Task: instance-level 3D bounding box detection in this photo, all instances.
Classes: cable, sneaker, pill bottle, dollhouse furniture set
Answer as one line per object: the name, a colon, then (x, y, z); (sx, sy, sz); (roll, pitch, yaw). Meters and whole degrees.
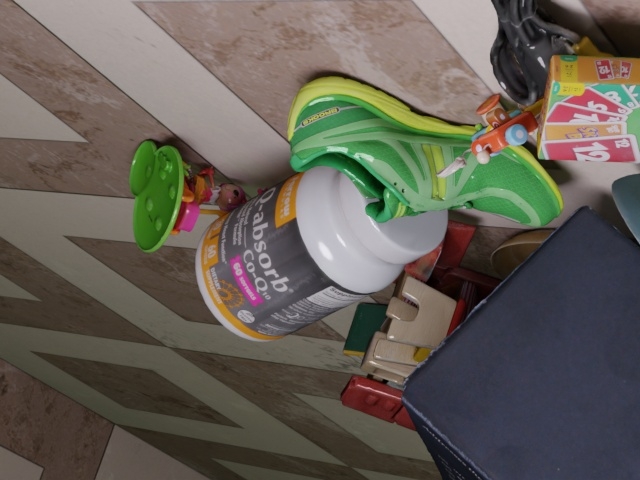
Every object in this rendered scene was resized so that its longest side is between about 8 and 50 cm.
cable: (0.182, -0.192, 1.452); (0.139, 0.072, 0.287); (25, 159, 43)
sneaker: (0.101, -0.065, 1.749); (0.295, 0.123, 0.109); (19, 162, -5)
pill bottle: (0.000, 0.000, 1.908); (0.162, 0.162, 0.278); (29, 142, -30)
dollhouse furniture set: (0.146, 0.095, 2.057); (0.152, 0.201, 0.374); (19, 161, -2)

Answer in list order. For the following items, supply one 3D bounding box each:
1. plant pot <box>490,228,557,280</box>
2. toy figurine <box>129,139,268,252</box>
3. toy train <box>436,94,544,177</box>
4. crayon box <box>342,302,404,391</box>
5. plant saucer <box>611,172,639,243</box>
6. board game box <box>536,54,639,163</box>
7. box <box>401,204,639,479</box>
plant pot: (0.315, 0.040, 1.998); (0.236, 0.032, 0.236); (17, 161, 6)
toy figurine: (-0.135, -0.046, 2.078); (0.159, 0.130, 0.173); (13, -155, -29)
toy train: (0.165, -0.109, 1.604); (0.046, 0.125, 0.166); (61, 159, -3)
crayon box: (0.221, 0.174, 2.403); (0.323, 0.083, 0.203); (5, 158, 37)
plant saucer: (0.404, 0.043, 1.626); (0.317, 0.044, 0.317); (37, -159, -17)
board game box: (0.318, -0.106, 1.441); (0.259, 0.039, 0.124); (0, 152, 1)
box: (0.375, 0.285, 1.854); (0.480, 0.297, 0.472); (42, 173, 23)
